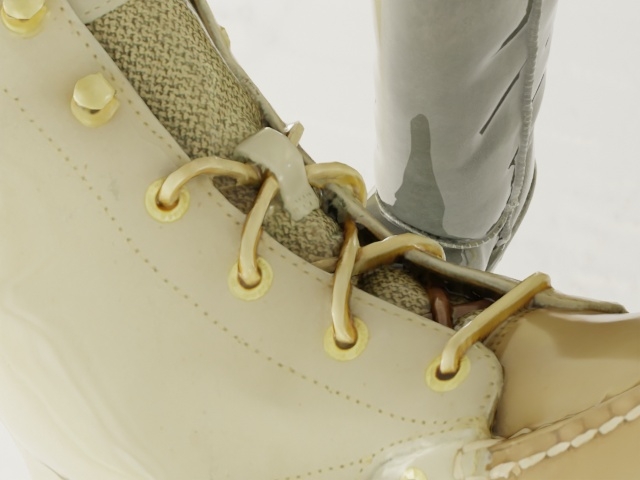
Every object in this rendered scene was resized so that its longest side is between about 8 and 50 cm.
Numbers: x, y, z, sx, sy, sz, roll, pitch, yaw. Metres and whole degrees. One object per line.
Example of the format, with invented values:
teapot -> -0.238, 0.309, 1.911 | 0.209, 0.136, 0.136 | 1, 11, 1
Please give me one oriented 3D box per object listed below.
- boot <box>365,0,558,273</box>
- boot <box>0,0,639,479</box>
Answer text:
boot -> 0.033, -0.028, 0.618 | 0.076, 0.208, 0.189 | 20, -118, 5
boot -> 0.000, 0.000, 0.467 | 0.262, 0.203, 0.095 | -30, 176, 39
